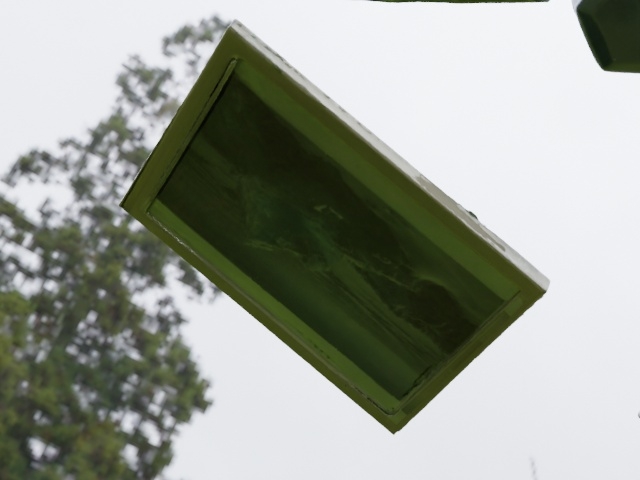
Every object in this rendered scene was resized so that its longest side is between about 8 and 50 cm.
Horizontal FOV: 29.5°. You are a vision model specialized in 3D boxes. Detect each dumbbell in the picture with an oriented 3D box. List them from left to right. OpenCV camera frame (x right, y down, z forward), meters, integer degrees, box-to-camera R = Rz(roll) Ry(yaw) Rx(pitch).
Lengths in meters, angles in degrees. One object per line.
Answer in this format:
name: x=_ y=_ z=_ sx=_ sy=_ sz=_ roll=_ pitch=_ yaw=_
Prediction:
dumbbell: x=0.368 y=-0.310 z=1.458 sx=0.160 sy=0.325 sz=0.144 roll=5 pitch=-62 yaw=2

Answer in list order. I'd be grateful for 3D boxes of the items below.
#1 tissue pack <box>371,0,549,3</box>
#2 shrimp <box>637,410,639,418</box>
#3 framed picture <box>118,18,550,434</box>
tissue pack: x=0.068 y=-0.244 z=0.659 sx=0.185 sy=0.257 sz=0.081 roll=8 pitch=-32 yaw=28
shrimp: x=0.284 y=-0.009 z=0.826 sx=0.168 sy=0.317 sz=0.077 roll=18 pitch=10 yaw=-25
framed picture: x=0.000 y=0.000 z=1.395 sx=0.446 sy=0.028 sz=0.326 roll=39 pitch=-48 yaw=1
